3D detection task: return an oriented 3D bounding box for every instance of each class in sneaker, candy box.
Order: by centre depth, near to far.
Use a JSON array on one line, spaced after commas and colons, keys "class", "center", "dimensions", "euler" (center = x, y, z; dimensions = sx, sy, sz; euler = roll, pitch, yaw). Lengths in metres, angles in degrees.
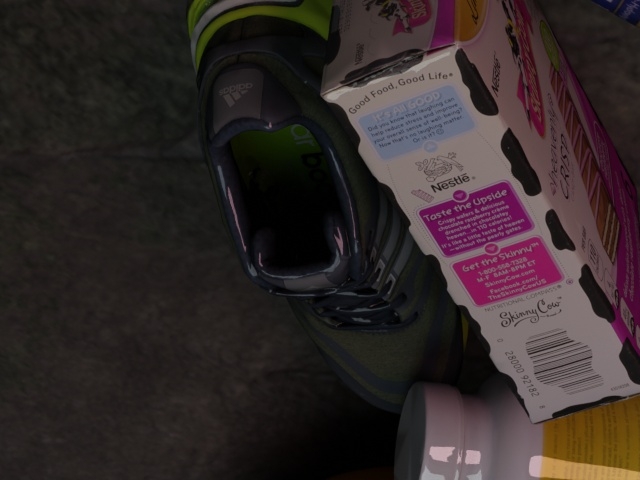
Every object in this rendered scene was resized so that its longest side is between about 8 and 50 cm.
[{"class": "candy box", "center": [0.088, -0.046, 0.889], "dimensions": [0.071, 0.159, 0.233], "euler": [-20, 127, 22]}, {"class": "sneaker", "center": [0.000, 0.000, 0.966], "dimensions": [0.111, 0.121, 0.300], "euler": [-14, 129, 19]}]

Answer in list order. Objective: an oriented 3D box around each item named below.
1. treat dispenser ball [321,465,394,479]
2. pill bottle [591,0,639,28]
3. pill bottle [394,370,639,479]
[{"class": "treat dispenser ball", "center": [0.053, 0.281, 1.101], "dimensions": [0.288, 0.288, 0.288], "euler": [4, 132, 4]}, {"class": "pill bottle", "center": [0.164, -0.144, 0.791], "dimensions": [0.187, 0.112, 0.112], "euler": [31, 131, 4]}, {"class": "pill bottle", "center": [0.139, 0.126, 1.005], "dimensions": [0.184, 0.103, 0.103], "euler": [8, 133, -9]}]
